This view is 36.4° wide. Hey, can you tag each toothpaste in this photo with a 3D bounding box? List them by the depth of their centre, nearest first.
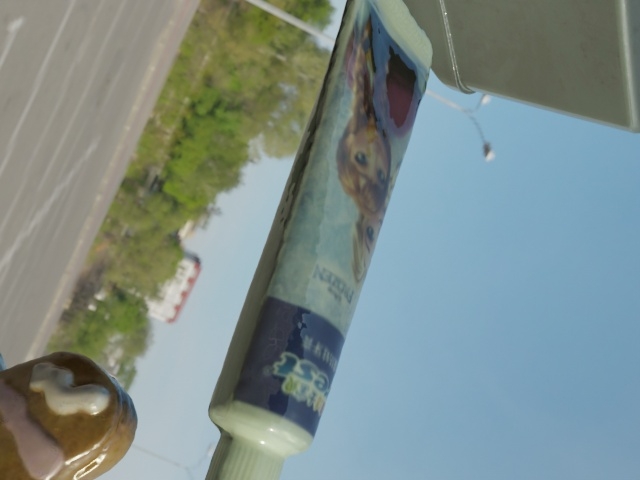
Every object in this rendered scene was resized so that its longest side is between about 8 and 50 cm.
[{"bbox_3d":[0.000,0.000,0.347,0.037,0.062,0.216,3,-117,34],"label":"toothpaste"}]

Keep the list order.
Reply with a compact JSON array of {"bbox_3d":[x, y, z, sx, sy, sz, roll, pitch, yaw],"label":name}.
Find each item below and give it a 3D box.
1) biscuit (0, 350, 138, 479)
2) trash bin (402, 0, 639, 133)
[{"bbox_3d":[-0.296,0.260,0.668,0.432,0.282,0.064,-68,151,-21],"label":"biscuit"},{"bbox_3d":[0.165,-0.190,0.751,0.101,0.177,0.236,-36,-140,-23],"label":"trash bin"}]
